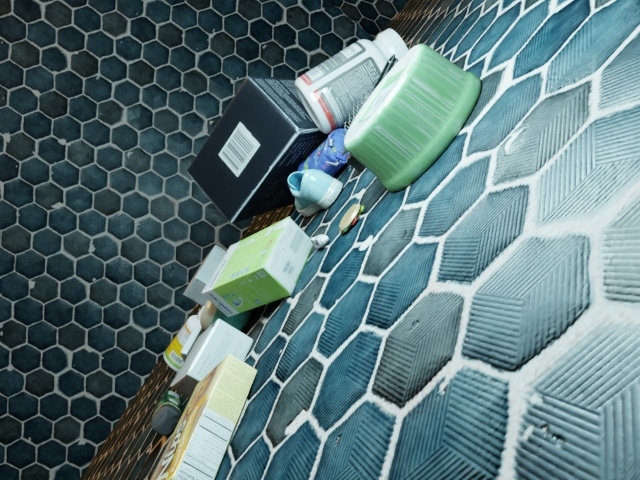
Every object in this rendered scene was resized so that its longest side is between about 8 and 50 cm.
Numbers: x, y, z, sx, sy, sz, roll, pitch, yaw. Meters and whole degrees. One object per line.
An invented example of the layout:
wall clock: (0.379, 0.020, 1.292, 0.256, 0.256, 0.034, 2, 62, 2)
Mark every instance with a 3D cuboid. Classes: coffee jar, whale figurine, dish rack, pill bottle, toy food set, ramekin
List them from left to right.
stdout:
coffee jar: (-0.504, 0.566, 1.799, 0.096, 0.079, 0.184, -54, 11, -6)
pill bottle: (-0.463, 0.366, 2.044, 0.245, 0.136, 0.136, -53, 12, 11)
whale figurine: (-0.295, 0.257, 1.775, 0.272, 0.141, 0.216, 100, -169, -51)
toy food set: (0.074, -0.055, 1.345, 0.083, 0.020, 0.082, -59, 12, -19)
pill bottle: (0.115, -0.533, 1.825, 0.363, 0.210, 0.210, -32, 13, 0)
dish rack: (0.132, -0.364, 1.532, 0.271, 0.074, 0.208, -40, 19, 53)
ramekin: (0.184, -0.270, 1.182, 0.303, 0.148, 0.303, -52, 12, 16)

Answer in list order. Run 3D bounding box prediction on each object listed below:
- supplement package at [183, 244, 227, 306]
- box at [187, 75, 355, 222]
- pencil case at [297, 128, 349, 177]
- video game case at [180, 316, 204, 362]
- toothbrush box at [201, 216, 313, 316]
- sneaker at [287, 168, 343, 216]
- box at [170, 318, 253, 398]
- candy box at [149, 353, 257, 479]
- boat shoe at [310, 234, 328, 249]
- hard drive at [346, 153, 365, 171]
supplement package: (-0.427, 0.171, 2.295, 0.149, 0.194, 0.203, -46, 14, 42)
box: (-0.178, -0.363, 2.146, 0.480, 0.297, 0.472, -48, -14, 30)
pencil case: (0.024, -0.278, 1.923, 0.306, 0.119, 0.133, -33, 35, 61)
video game case: (-0.390, 0.343, 1.837, 0.206, 0.026, 0.227, 90, -162, -45)
toothbrush box: (-0.180, 0.080, 1.580, 0.283, 0.122, 0.206, -22, 31, 38)
sneaker: (-0.043, -0.179, 1.838, 0.135, 0.150, 0.366, -58, 12, -14)
box: (-0.301, 0.339, 1.516, 0.181, 0.119, 0.182, -40, 19, 53)
candy box: (-0.261, 0.424, 1.199, 0.183, 0.087, 0.316, -46, 15, 37)
boat shoe: (0.000, 0.000, 1.476, 0.035, 0.035, 0.100, -30, 2, -13)
hard drive: (0.211, -0.380, 1.597, 0.339, 0.064, 0.237, -60, 13, -25)
